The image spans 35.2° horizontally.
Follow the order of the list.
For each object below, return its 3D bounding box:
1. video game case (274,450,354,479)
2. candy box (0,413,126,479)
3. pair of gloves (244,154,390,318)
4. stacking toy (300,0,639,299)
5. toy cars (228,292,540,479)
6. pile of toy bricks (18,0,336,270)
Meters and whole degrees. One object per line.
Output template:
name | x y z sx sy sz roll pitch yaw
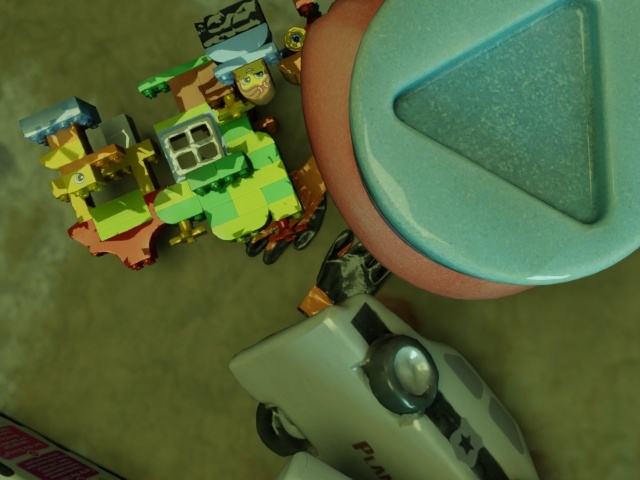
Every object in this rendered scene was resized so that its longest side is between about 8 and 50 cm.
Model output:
video game case | 0.036 0.225 0.472 0.227 0.026 0.206 31 119 -3
candy box | -0.197 0.193 0.585 0.233 0.071 0.159 23 96 15
pair of gloves | 0.000 0.000 0.558 0.074 0.010 0.083 -46 79 11
stacking toy | 0.142 -0.122 0.407 0.309 0.130 0.280 -11 82 -6
toy cars | 0.143 0.132 0.473 0.393 0.087 0.176 21 132 17
pile of toy bricks | -0.044 -0.044 0.514 0.212 0.118 0.105 -23 85 5
